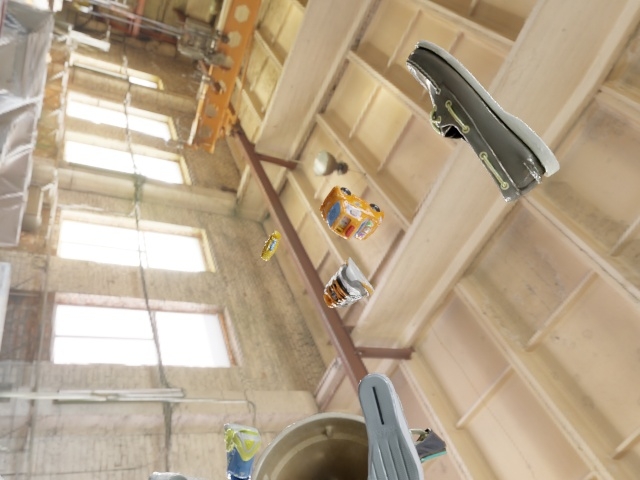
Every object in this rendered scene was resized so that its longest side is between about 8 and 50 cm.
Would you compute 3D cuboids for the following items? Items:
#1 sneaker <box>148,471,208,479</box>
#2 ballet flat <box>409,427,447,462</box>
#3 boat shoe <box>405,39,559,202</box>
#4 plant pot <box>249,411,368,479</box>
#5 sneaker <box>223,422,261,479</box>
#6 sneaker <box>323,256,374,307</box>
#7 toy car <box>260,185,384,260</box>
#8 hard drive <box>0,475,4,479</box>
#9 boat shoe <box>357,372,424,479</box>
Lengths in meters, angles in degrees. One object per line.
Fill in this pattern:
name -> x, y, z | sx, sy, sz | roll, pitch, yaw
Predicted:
sneaker -> -0.241, 0.437, 0.966 | 0.061, 0.152, 0.054 | 3, -123, 36
ballet flat -> 0.157, 0.384, 0.996 | 0.074, 0.203, 0.074 | -2, -92, 43
boat shoe -> 0.224, -0.189, 0.841 | 0.091, 0.109, 0.305 | -43, -112, 13
plant pot -> 0.041, 0.585, 1.152 | 0.305, 0.334, 0.334 | 79, -8, -47
sneaker -> -0.206, 0.527, 1.355 | 0.240, 0.091, 0.126 | 129, -26, -73
sneaker -> 0.051, 0.099, 1.117 | 0.084, 0.083, 0.215 | 57, -8, 14
toy car -> 0.000, 0.000, 0.515 | 0.122, 0.060, 0.040 | -35, -159, 29
hard drive -> -0.476, 0.264, 0.488 | 0.210, 0.318, 0.040 | 31, -72, 20
boat shoe -> 0.113, 0.314, 0.828 | 0.083, 0.076, 0.226 | -13, -110, 19
